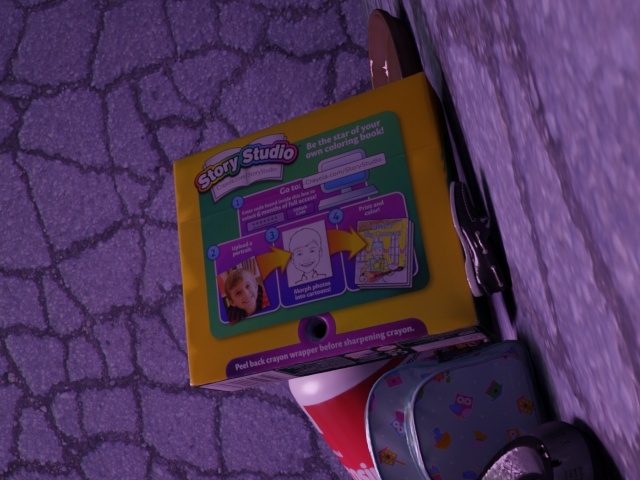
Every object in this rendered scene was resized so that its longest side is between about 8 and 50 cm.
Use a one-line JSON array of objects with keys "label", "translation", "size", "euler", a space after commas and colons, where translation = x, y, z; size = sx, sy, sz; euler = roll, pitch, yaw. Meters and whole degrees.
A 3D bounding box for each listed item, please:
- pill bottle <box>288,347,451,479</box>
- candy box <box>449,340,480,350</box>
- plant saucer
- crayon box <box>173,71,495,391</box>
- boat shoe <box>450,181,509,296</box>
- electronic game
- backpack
[{"label": "pill bottle", "translation": [0.101, 0.229, 1.011], "size": [0.407, 0.229, 0.229], "euler": [54, -172, -5]}, {"label": "candy box", "translation": [0.283, 0.298, 1.310], "size": [0.316, 0.088, 0.182], "euler": [68, -170, -52]}, {"label": "plant saucer", "translation": [0.129, -0.248, 1.149], "size": [0.278, 0.041, 0.277], "euler": [169, 90, -88]}, {"label": "crayon box", "translation": [0.000, 0.000, 0.863], "size": [0.106, 0.363, 0.312], "euler": [33, -135, -61]}, {"label": "boat shoe", "translation": [0.164, -0.004, 0.712], "size": [0.046, 0.038, 0.125], "euler": [-16, -88, -65]}, {"label": "electronic game", "translation": [0.145, 0.245, 0.519], "size": [0.229, 0.048, 0.229], "euler": [-63, -2, -3]}, {"label": "backpack", "translation": [0.138, 0.195, 0.707], "size": [0.144, 0.189, 0.165], "euler": [47, -151, -77]}]
